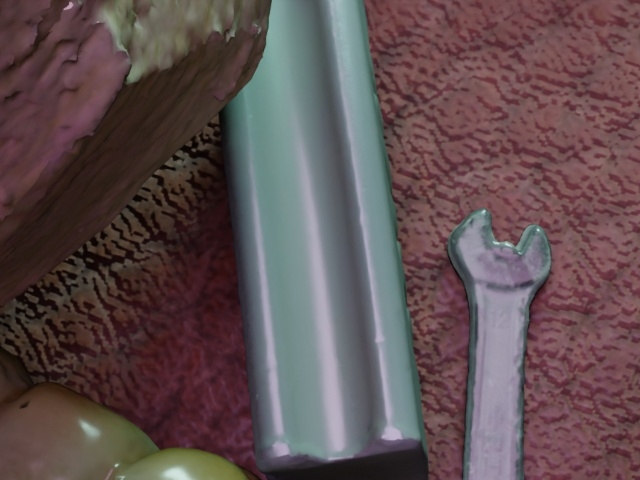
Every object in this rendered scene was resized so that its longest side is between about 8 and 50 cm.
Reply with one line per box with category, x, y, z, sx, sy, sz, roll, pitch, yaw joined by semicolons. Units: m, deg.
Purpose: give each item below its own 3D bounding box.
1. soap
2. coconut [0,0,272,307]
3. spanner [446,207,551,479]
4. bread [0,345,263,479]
soap;0.000;0.000;0.960;0.087;0.160;0.265;-8;74;2
coconut;-0.255;-0.133;0.825;0.404;0.404;0.405;-1;75;6
spanner;0.099;0.129;0.989;0.071;0.017;0.302;3;76;6
bread;-0.171;0.219;0.892;0.341;0.210;0.300;20;66;11
